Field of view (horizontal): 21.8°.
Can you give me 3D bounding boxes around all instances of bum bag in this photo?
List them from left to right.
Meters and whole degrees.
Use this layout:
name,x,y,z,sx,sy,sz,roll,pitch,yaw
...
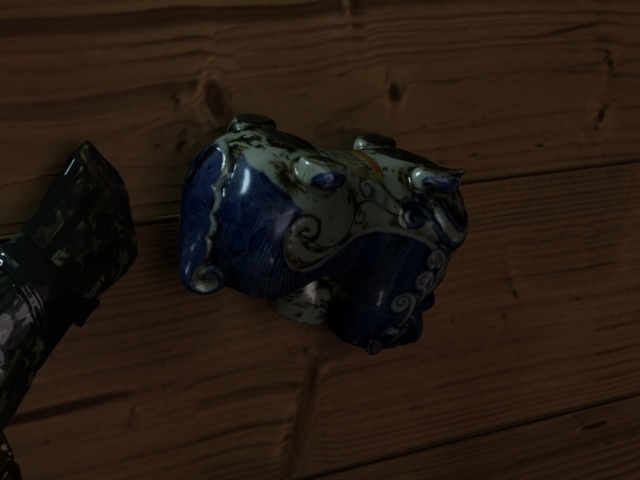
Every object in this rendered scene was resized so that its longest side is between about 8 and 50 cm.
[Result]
name,x,y,z,sx,sy,sz,roll,pitch,yaw
bum bag,-0.220,0.040,1.273,0.102,0.069,0.248,45,63,-16

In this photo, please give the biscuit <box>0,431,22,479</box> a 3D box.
name,x,y,z,sx,sy,sz,roll,pitch,yaw
biscuit,-0.318,0.209,1.233,0.226,0.042,0.225,-6,99,-39

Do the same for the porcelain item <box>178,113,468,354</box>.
name,x,y,z,sx,sy,sz,roll,pitch,yaw
porcelain item,0.000,0.000,1.416,0.288,0.138,0.186,4,110,-43
